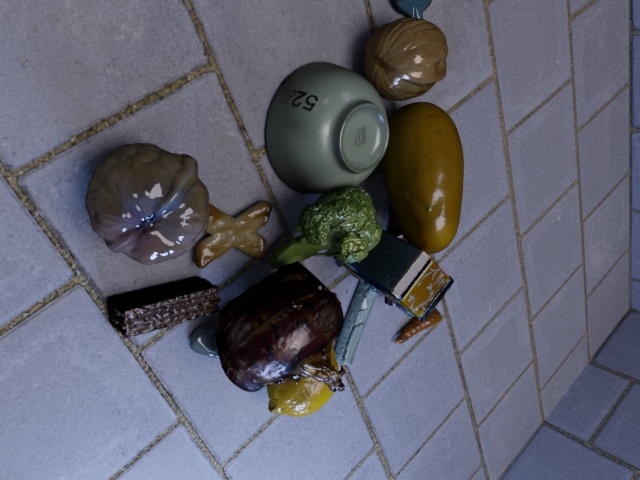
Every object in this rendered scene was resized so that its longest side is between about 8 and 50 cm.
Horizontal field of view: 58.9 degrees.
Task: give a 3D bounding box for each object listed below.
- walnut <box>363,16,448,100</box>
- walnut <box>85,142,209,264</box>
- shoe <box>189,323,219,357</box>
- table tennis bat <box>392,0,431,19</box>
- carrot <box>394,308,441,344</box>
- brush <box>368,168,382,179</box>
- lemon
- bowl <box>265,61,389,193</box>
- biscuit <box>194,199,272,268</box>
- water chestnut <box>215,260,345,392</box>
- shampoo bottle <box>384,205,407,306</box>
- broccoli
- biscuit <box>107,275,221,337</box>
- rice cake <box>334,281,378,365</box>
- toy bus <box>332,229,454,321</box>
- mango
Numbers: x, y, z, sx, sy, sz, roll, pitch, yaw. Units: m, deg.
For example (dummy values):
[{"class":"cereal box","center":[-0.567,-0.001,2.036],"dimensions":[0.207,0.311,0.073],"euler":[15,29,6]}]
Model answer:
[{"class":"walnut","center":[0.235,-0.488,1.534],"dimensions":[0.261,0.225,0.224],"euler":[-23,119,-40]},{"class":"walnut","center":[-0.344,-0.079,1.150],"dimensions":[0.249,0.248,0.248],"euler":[-16,115,-37]},{"class":"shoe","center":[-0.240,0.267,1.470],"dimensions":[0.195,0.078,0.079],"euler":[15,96,-48]},{"class":"table tennis bat","center":[0.260,-0.717,1.593],"dimensions":[0.215,0.044,0.328],"euler":[-27,120,-34]},{"class":"carrot","center":[0.339,0.312,2.023],"dimensions":[0.210,0.061,0.061],"euler":[-28,122,-28]},{"class":"brush","center":[0.177,-0.204,1.719],"dimensions":[0.084,0.013,0.016],"euler":[-27,124,-31]},{"class":"lemon","center":[-0.049,0.394,1.612],"dimensions":[0.257,0.188,0.188],"euler":[-43,129,-15]},{"class":"bowl","center":[0.052,-0.275,1.461],"dimensions":[0.354,0.185,0.353],"euler":[-16,115,-37]},{"class":"biscuit","center":[-0.216,-0.019,1.409],"dimensions":[0.208,0.047,0.164],"euler":[-5,108,-41]},{"class":"water chestnut","center":[-0.075,0.244,1.387],"dimensions":[0.335,0.335,0.346],"euler":[-32,80,-30]},{"class":"shampoo bottle","center":[0.255,0.045,1.825],"dimensions":[0.129,0.084,0.322],"euler":[-26,122,-52]},{"class":"broccoli","center":[0.026,-0.006,1.440],"dimensions":[0.302,0.186,0.254],"euler":[-35,162,-18]},{"class":"biscuit","center":[-0.353,0.146,1.305],"dimensions":[0.252,0.106,0.070],"euler":[-14,112,-39]},{"class":"rice cake","center":[0.125,0.232,1.796],"dimensions":[0.066,0.063,0.336],"euler":[17,92,-54]},{"class":"toy bus","center":[0.191,0.072,1.611],"dimensions":[0.161,0.323,0.194],"euler":[-52,131,-5]},{"class":"mango","center":[0.293,-0.175,1.606],"dimensions":[0.300,0.233,0.445],"euler":[85,-1,-73]}]
